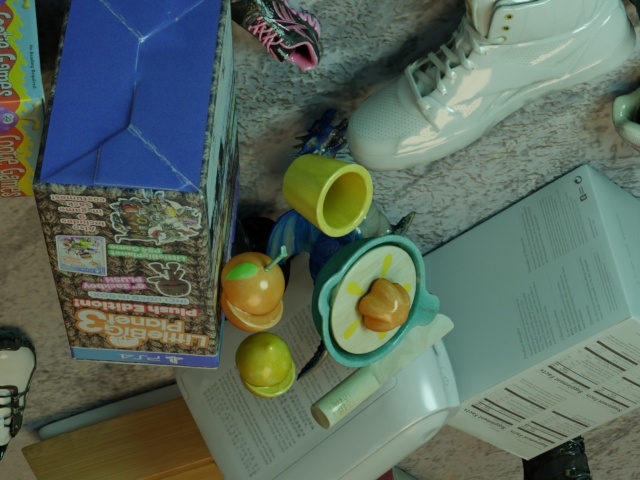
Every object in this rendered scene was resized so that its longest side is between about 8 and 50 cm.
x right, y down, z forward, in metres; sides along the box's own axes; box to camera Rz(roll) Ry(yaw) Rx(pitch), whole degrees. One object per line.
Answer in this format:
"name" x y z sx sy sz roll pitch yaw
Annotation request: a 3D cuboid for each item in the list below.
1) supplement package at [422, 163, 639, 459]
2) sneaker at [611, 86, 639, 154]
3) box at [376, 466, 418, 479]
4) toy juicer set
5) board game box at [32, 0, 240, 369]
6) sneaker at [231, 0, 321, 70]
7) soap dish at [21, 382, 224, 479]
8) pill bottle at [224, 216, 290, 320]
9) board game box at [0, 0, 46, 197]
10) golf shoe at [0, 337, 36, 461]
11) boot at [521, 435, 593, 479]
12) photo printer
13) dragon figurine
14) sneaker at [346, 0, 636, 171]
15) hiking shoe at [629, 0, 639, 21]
"supplement package" 0.264 0.087 1.955 0.262 0.199 0.198 -31 143 28
"sneaker" 0.391 -0.149 1.721 0.111 0.103 0.252 16 138 -37
"box" 0.053 0.436 2.493 0.232 0.127 0.148 -26 144 22
"toy juicer set" 0.024 0.084 1.647 0.209 0.089 0.329 -51 138 -13
"board game box" -0.155 -0.056 1.570 0.141 0.232 0.291 3 147 2
"sneaker" -0.042 -0.191 1.579 0.119 0.057 0.047 24 136 -39
"soap dish" -0.196 0.289 2.209 0.290 0.118 0.229 -18 146 10
"pill bottle" -0.147 0.028 1.806 0.219 0.123 0.123 -4 149 -34
"board game box" -0.378 -0.124 1.506 0.275 0.144 0.142 -5 146 -10
"golf shoe" -0.370 0.187 2.030 0.077 0.094 0.198 0 144 -14
"boot" 0.315 0.246 2.183 0.091 0.229 0.263 5 144 -22
"photo printer" 0.000 0.153 1.925 0.307 0.256 0.107 -41 157 29
"dragon figurine" 0.000 0.000 1.782 0.144 0.085 0.289 31 127 7
"sneaker" 0.134 -0.183 1.607 0.292 0.108 0.169 -27 143 7
"hiking shoe" 0.399 -0.229 1.590 0.226 0.114 0.086 -20 147 14
